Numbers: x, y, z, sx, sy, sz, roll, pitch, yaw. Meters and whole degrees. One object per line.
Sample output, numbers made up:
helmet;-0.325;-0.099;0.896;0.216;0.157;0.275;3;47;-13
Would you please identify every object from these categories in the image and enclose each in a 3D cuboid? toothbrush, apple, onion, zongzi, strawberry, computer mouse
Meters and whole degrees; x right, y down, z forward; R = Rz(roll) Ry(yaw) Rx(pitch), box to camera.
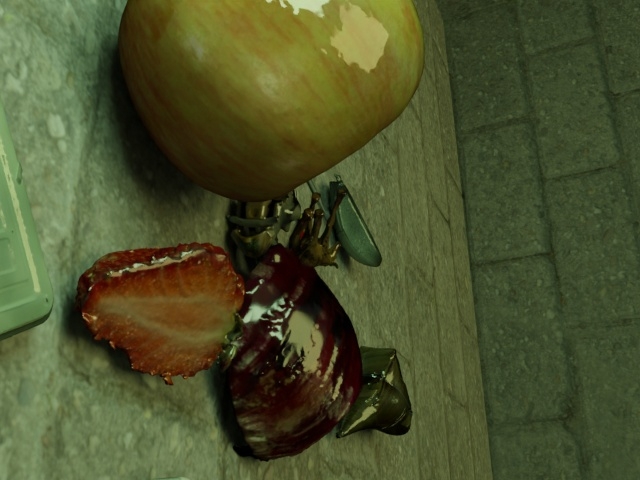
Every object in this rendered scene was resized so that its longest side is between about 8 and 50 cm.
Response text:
toothbrush;-0.010;-0.100;1.532;0.014;0.011;0.167;-85;155;-48
apple;-0.068;-0.243;0.958;0.346;0.391;0.391;50;27;-8
onion;-0.025;0.159;1.097;0.314;0.146;0.280;-62;147;-42
zongzi;0.111;0.364;1.488;0.221;0.112;0.242;67;32;-31
strawberry;-0.188;0.064;0.873;0.175;0.107;0.236;-50;137;-16
computer mouse;0.060;-0.034;1.606;0.228;0.068;0.113;62;6;-13

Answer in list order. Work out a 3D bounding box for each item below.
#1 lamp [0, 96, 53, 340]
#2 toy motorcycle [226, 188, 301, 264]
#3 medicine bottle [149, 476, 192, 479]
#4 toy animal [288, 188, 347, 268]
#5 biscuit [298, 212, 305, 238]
lamp;-0.337;-0.030;0.589;0.266;0.047;0.268;-30;108;-70
toy motorcycle;-0.090;-0.065;1.177;0.130;0.094;0.229;-6;98;-71
medicine bottle;-0.135;0.362;0.874;0.219;0.078;0.115;52;32;-50
toy animal;-0.005;0.008;1.282;0.149;0.054;0.275;-57;162;-24
biscuit;-0.046;0.043;1.320;0.048;0.026;0.292;60;22;-27
